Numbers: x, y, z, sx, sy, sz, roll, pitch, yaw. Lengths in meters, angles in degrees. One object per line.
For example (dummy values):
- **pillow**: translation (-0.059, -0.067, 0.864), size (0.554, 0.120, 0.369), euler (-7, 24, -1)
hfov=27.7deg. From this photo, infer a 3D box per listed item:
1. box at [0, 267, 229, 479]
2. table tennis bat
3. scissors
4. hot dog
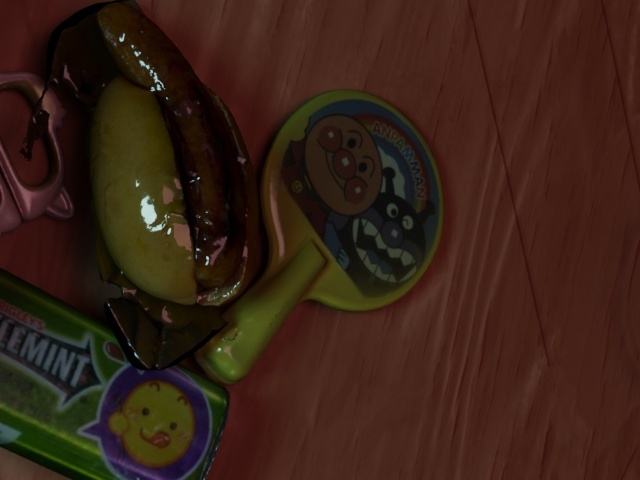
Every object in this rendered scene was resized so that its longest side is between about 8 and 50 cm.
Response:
- **box**: translation (-0.244, 0.109, 1.082), size (0.345, 0.097, 0.134), euler (33, 66, -28)
- **table tennis bat**: translation (0.000, 0.000, 1.287), size (0.368, 0.054, 0.224), euler (-48, 112, -31)
- **scissors**: translation (-0.310, -0.145, 1.098), size (0.160, 0.024, 0.317), euler (-29, 103, -32)
- **hot dog**: translation (-0.135, -0.066, 1.110), size (0.194, 0.107, 0.326), euler (-25, 92, -50)
